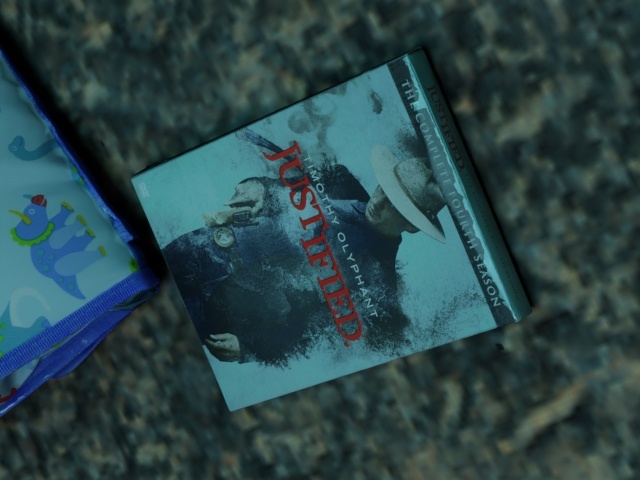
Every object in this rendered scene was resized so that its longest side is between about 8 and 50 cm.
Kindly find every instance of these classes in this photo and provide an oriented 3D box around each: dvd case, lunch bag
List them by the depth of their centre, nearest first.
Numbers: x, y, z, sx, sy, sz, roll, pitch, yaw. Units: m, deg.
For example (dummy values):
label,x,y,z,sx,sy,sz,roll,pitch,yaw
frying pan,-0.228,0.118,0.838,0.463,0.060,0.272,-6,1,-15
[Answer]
label,x,y,z,sx,sy,sz,roll,pitch,yaw
dvd case,0.000,0.000,0.553,0.119,0.013,0.087,-20,94,36
lunch bag,-0.148,0.006,0.607,0.151,0.096,0.129,-36,84,7
